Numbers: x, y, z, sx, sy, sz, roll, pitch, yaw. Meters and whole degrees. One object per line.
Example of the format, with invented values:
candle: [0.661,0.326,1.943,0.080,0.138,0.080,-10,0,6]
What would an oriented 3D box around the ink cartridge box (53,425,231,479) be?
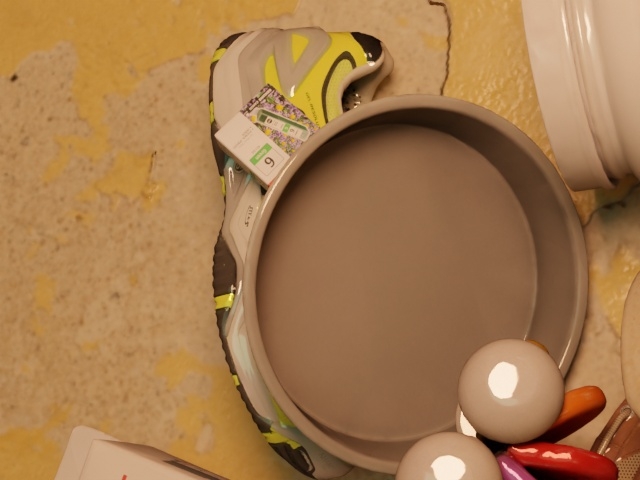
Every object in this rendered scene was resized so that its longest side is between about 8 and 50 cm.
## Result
ink cartridge box: [-0.112,0.293,1.410,0.353,0.119,0.207,19,87,21]

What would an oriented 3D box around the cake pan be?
cake pan: [0.070,0.034,1.349,0.293,0.054,0.293,-1,93,-22]

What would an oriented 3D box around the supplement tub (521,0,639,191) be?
supplement tub: [0.332,-0.164,1.280,0.331,0.241,0.241,-11,76,17]

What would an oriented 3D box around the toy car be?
toy car: [0.140,0.168,1.254,0.136,0.159,0.182,33,78,12]

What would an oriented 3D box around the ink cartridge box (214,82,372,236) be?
ink cartridge box: [-0.021,-0.064,1.366,0.115,0.029,0.063,42,81,18]

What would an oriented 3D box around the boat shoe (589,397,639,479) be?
boat shoe: [0.194,0.252,1.322,0.116,0.123,0.324,38,88,33]

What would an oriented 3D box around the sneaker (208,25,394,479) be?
sneaker: [0.000,0.000,1.416,0.147,0.145,0.385,-10,78,18]

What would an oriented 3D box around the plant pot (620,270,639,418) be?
plant pot: [0.382,0.073,1.146,0.305,0.333,0.334,-23,72,38]
